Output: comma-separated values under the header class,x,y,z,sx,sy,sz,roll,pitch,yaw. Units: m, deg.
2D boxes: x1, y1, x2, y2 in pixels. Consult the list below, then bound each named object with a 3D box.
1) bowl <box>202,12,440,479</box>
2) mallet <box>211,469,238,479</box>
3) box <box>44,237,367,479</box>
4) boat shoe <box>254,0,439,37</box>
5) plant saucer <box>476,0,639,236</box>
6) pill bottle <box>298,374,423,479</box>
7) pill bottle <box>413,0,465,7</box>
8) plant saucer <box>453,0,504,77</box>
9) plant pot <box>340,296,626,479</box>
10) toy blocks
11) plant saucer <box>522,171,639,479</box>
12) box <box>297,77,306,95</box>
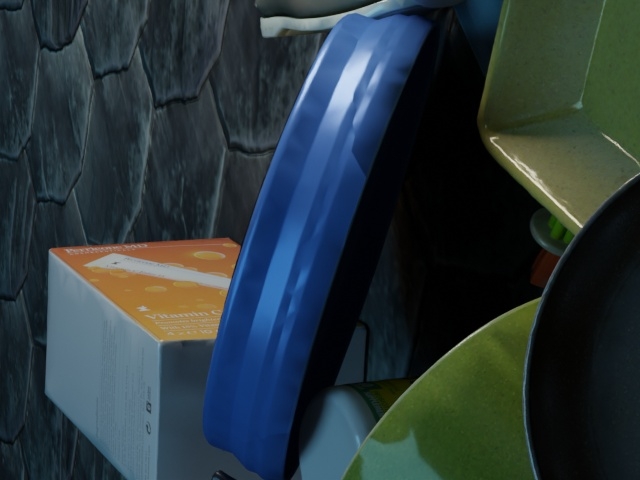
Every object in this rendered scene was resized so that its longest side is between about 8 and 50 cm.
class,x,y,z,sx,sy,sz,roll,pitch,yaw
bowl,0.000,0.000,1.508,0.391,0.077,0.391,19,-90,-85
mallet,-0.008,0.214,1.467,0.190,0.039,0.062,27,120,27
box,-0.126,0.123,1.892,0.345,0.215,0.168,-151,61,-61
boat shoe,0.017,-0.231,1.659,0.305,0.109,0.091,-170,72,-68
plant saucer,0.240,-0.143,1.227,0.333,0.081,0.332,-129,41,-51
pill bottle,0.099,0.158,1.416,0.117,0.208,0.117,14,106,63
pill bottle,0.069,-0.289,1.498,0.117,0.117,0.215,115,142,-46
plant saucer,0.122,-0.226,1.542,0.067,0.018,0.192,117,142,-48
plant pot,0.196,0.229,1.206,0.293,0.275,0.274,46,136,33
toy blocks,0.188,0.034,1.394,0.148,0.054,0.123,110,145,-41
plant saucer,0.269,0.090,1.060,0.311,0.050,0.310,-3,82,23
box,-0.019,-0.090,1.725,0.201,0.021,0.164,142,148,-78
